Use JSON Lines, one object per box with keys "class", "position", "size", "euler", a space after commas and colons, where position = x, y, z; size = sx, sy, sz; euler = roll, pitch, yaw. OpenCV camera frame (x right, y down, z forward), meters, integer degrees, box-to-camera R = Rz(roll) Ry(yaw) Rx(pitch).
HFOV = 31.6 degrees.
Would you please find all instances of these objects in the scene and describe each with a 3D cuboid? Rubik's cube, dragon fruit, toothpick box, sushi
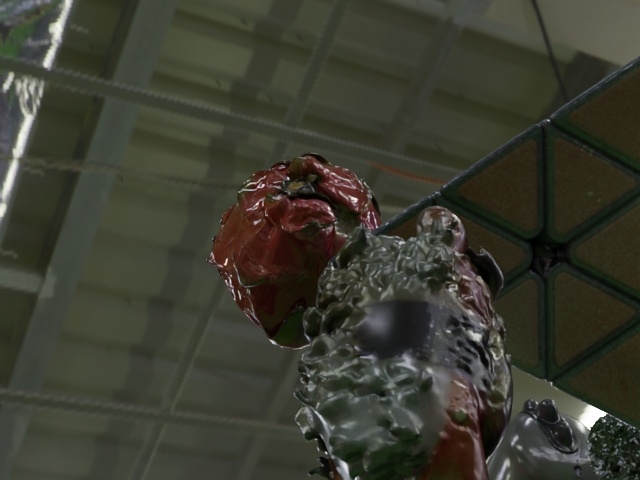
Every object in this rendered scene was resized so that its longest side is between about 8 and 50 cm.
{"class": "Rubik's cube", "position": [0.172, 0.003, 0.967], "size": [0.233, 0.228, 0.228], "euler": [2, -37, 25]}
{"class": "dragon fruit", "position": [0.000, 0.000, 1.757], "size": [0.305, 0.305, 0.226], "euler": [16, -39, -27]}
{"class": "toothpick box", "position": [0.402, 0.443, 2.098], "size": [0.229, 0.229, 0.316], "euler": [0, -52, -18]}
{"class": "sushi", "position": [0.038, 0.063, 0.568], "size": [0.097, 0.226, 0.103], "euler": [-28, -60, 31]}

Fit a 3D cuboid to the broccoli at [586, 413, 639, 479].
{"class": "broccoli", "position": [0.525, 0.333, 1.537], "size": [0.321, 0.304, 0.283], "euler": [-4, -58, 33]}
